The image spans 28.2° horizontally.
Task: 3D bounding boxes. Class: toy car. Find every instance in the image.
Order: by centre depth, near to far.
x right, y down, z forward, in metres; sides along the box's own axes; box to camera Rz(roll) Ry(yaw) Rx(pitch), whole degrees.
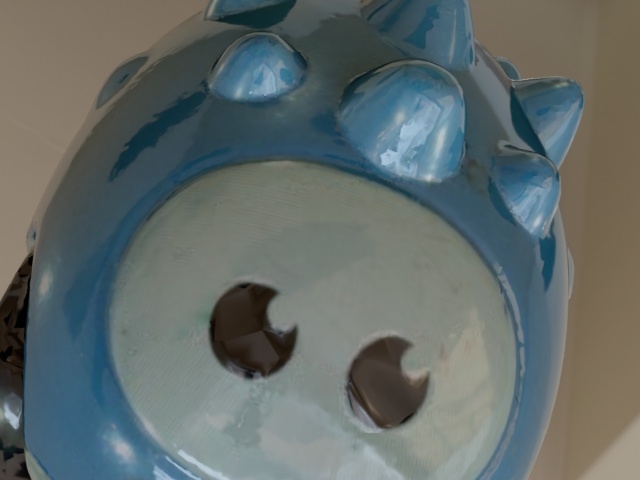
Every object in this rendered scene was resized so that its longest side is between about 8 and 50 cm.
[{"bbox_3d":[0.000,0.000,0.440,0.188,0.190,0.255,24,-144,-5],"label":"toy car"}]
